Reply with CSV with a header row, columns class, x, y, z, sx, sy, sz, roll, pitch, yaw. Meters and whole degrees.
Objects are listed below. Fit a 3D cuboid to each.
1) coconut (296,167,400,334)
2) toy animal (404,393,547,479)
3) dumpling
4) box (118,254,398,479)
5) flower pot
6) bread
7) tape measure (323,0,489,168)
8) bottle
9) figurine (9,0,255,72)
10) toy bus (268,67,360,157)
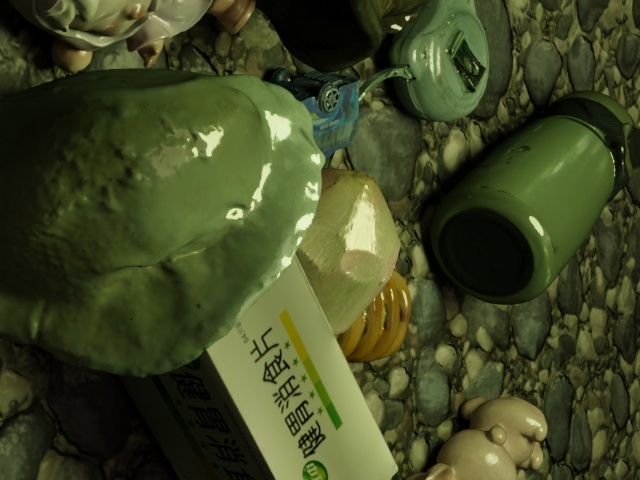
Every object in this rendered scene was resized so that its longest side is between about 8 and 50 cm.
class,x,y,z,sx,sy,sz,roll,pitch,yaw
coconut,0.000,0.000,1.614,0.171,0.171,0.183,7,125,-51
toy animal,0.187,0.285,1.942,0.212,0.124,0.124,-41,123,-34
dumpling,-0.187,-0.046,1.341,0.212,0.320,0.270,57,30,-45
box,-0.079,0.133,1.531,0.145,0.173,0.333,-45,121,-35
flower pot,0.004,-0.323,1.547,0.213,0.302,0.302,-46,128,-20
bread,0.039,0.079,1.767,0.177,0.084,0.119,5,89,-55
tape measure,0.108,-0.155,1.830,0.164,0.084,0.330,49,55,-35
bottle,0.286,-0.070,1.991,0.347,0.168,0.168,-43,125,-43
figurine,-0.181,-0.243,1.436,0.276,0.200,0.133,5,44,-52
toy bus,-0.055,-0.117,1.648,0.236,0.079,0.094,-24,127,-47
